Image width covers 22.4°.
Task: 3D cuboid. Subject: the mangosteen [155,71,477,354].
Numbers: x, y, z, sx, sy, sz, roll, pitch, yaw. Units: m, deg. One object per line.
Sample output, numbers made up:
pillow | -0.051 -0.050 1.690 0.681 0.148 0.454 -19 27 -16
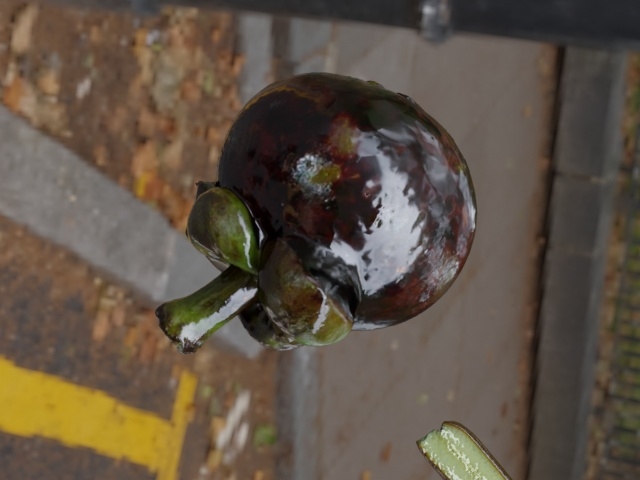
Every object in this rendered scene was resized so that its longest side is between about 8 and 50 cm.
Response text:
mangosteen | 0.007 -0.009 0.957 0.172 0.172 0.184 78 26 -50

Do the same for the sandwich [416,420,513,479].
sandwich | 0.089 0.135 0.917 0.031 0.083 0.044 -40 -178 -2
